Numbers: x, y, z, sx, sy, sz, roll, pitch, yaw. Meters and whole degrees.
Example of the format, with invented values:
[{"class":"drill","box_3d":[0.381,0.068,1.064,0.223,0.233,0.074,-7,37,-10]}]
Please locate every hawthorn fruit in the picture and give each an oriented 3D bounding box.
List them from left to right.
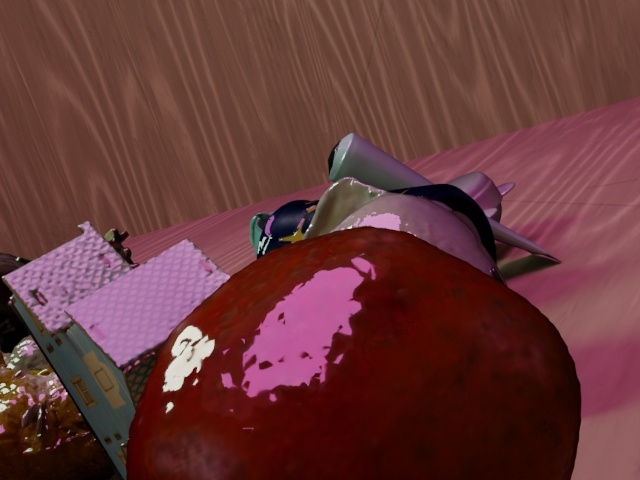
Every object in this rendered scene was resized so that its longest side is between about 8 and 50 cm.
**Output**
[{"class":"hawthorn fruit","box_3d":[0.003,0.146,0.642,0.254,0.254,0.300,-10,40,47]}]

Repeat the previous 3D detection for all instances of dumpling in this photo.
[{"class":"dumpling","box_3d":[0.056,0.072,1.000,0.227,0.175,0.243,-52,17,12]}]

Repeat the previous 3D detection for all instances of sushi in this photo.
[{"class":"sushi","box_3d":[-0.313,0.198,1.174,0.296,0.167,0.179,-24,18,45]}]

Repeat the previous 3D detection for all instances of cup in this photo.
[{"class":"cup","box_3d":[0.063,0.063,1.357,0.178,0.255,0.256,24,-21,-40]}]

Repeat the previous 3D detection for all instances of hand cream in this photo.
[{"class":"hand cream","box_3d":[0.155,-0.042,1.447,0.067,0.320,0.109,-63,11,0]}]

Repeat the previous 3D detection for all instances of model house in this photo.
[{"class":"model house","box_3d":[-0.143,0.092,1.006,0.178,0.271,0.206,-29,-2,-27]}]

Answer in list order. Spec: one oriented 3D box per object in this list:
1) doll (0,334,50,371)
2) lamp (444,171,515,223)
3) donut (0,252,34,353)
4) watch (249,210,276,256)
[{"class":"doll","box_3d":[-0.343,0.143,1.389,0.202,0.286,0.091,18,-29,-12]},{"class":"lamp","box_3d":[0.166,-0.013,1.634,0.246,0.108,0.179,-22,9,31]},{"class":"donut","box_3d":[-0.439,0.144,1.466,0.269,0.270,0.103,-23,25,-30]},{"class":"watch","box_3d":[0.000,0.000,1.801,0.237,0.068,0.195,1,24,4]}]
